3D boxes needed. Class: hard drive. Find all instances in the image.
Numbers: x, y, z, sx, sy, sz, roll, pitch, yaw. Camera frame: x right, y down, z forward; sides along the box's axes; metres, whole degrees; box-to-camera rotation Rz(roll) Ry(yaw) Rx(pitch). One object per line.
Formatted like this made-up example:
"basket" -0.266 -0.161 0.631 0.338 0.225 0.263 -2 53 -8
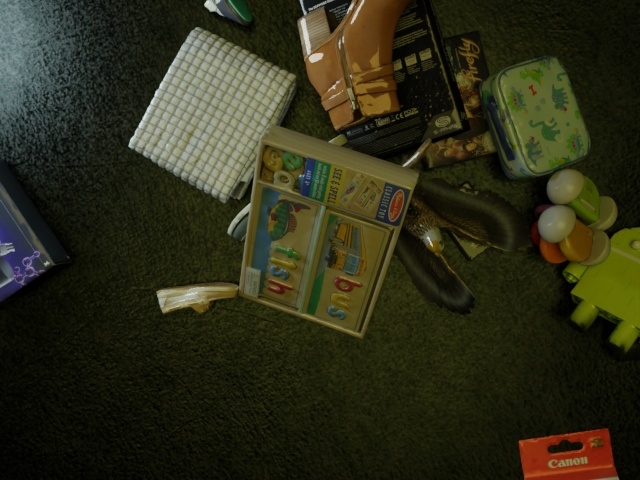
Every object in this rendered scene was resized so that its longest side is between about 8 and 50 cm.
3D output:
"hard drive" 0.296 -0.039 1.508 0.094 0.022 0.135 -36 90 3

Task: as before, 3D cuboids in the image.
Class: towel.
"towel" -0.202 -0.241 1.481 0.235 0.121 0.283 28 91 0

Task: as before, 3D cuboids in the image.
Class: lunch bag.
"lunch bag" 0.405 -0.233 1.441 0.176 0.090 0.218 -22 93 -22

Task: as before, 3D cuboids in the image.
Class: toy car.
"toy car" 0.471 -0.038 1.446 0.159 0.136 0.181 30 66 -26

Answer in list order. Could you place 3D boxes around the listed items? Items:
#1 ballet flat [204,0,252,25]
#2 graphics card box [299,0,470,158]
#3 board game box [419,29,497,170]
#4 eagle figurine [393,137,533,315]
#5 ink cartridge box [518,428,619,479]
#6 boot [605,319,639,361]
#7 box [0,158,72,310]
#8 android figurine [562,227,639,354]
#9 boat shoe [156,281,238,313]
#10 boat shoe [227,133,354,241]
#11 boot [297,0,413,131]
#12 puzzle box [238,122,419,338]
"ballet flat" -0.211 -0.505 1.501 0.074 0.074 0.203 -31 96 3
"graphics card box" 0.117 -0.346 1.420 0.233 0.094 0.370 -18 89 21
"board game box" 0.258 -0.274 1.483 0.165 0.042 0.243 -15 91 -5
"eagle figurine" 0.218 -0.020 1.434 0.298 0.226 0.225 33 57 -27
"ink cartridge box" 0.507 0.509 1.500 0.189 0.066 0.232 -9 95 3
"boot" 0.667 0.120 1.459 0.207 0.094 0.246 3 98 -1
"box" -0.660 -0.011 1.516 0.184 0.103 0.261 -34 90 0
"android figurine" 0.595 0.079 1.425 0.248 0.056 0.273 34 79 39
"boat shoe" -0.245 0.119 1.522 0.170 0.063 0.059 -5 94 12
"boat shoe" -0.050 -0.074 1.440 0.319 0.116 0.099 -37 91 27
"boot" 0.100 -0.332 1.317 0.284 0.109 0.220 -19 87 24
"puzzle box" 0.000 0.000 1.374 0.272 0.052 0.408 18 135 6
